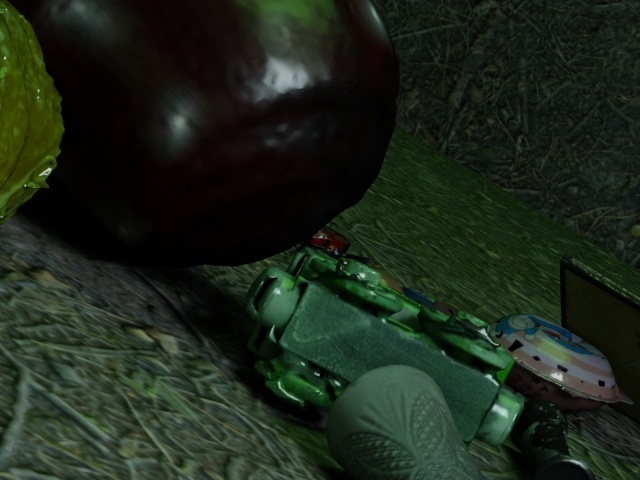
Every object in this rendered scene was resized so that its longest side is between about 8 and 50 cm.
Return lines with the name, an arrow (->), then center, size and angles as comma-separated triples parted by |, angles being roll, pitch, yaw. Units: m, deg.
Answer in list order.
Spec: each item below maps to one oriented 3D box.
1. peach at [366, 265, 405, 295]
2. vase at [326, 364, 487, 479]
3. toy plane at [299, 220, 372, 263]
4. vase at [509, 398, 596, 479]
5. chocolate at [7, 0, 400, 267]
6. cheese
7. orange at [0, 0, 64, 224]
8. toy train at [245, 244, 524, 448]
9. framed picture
peach -> 0.047, 0.067, 1.564 | 0.083, 0.083, 0.083 | 27, 10, -5
vase -> 0.083, 0.179, 1.092 | 0.096, 0.096, 0.219 | 22, 15, -27
toy plane -> 0.000, 0.000, 1.890 | 0.145, 0.037, 0.060 | 21, 22, -51
vase -> 0.206, 0.194, 1.408 | 0.059, 0.059, 0.167 | 27, 11, -6
chocolate -> -0.099, -0.140, 1.411 | 0.331, 0.383, 0.383 | 53, 14, 5
cheese -> 0.220, 0.121, 1.757 | 0.286, 0.074, 0.189 | 25, 9, -11
orange -> -0.324, -0.121, 1.159 | 0.301, 0.223, 0.300 | 19, 19, -43
toy train -> 0.051, 0.096, 1.319 | 0.243, 0.132, 0.188 | 28, 2, 2
framed picture -> 0.406, 0.170, 1.745 | 0.339, 0.014, 0.255 | 33, -25, 28
